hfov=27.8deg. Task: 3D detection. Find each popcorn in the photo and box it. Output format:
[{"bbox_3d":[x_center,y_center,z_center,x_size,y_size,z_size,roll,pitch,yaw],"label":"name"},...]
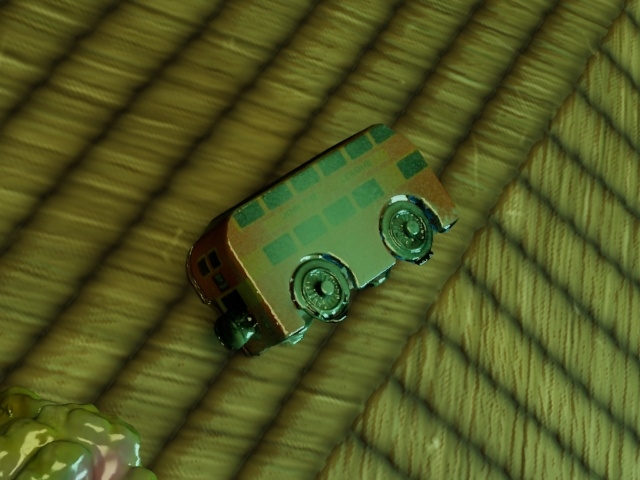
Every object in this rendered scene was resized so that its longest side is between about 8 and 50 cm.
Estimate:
[{"bbox_3d":[-0.143,0.155,0.694,0.126,0.126,0.145,-35,122,-18],"label":"popcorn"}]

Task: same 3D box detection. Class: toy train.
[{"bbox_3d":[0.000,0.000,0.842,0.188,0.072,0.099,-32,93,-32],"label":"toy train"}]
